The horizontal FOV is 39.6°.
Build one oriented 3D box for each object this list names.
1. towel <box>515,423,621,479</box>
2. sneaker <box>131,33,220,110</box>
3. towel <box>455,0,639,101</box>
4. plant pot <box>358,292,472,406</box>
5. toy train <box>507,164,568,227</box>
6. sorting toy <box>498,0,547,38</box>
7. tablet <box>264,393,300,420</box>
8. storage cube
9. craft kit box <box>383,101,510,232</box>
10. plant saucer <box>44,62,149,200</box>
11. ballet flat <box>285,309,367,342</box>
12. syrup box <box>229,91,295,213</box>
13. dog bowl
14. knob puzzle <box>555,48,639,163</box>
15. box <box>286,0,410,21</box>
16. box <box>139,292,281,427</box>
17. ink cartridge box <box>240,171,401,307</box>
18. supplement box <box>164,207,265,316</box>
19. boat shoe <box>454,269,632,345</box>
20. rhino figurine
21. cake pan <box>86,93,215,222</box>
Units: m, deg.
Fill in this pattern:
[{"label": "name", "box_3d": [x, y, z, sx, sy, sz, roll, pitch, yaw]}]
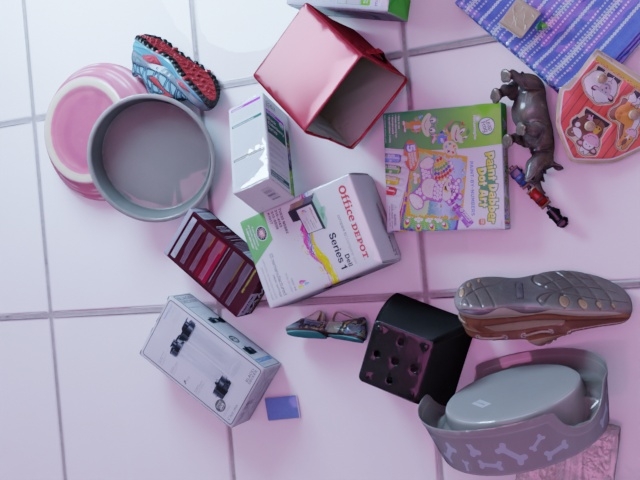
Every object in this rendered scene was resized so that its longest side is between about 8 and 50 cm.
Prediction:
[{"label": "towel", "box_3d": [0.466, 0.476, 1.711, 0.187, 0.049, 0.282, 7, 95, 24]}, {"label": "sneaker", "box_3d": [-0.333, -0.361, 2.033, 0.262, 0.104, 0.125, 41, 125, 22]}, {"label": "towel", "box_3d": [0.448, -0.443, 1.684, 0.336, 0.040, 0.243, 45, 108, 17]}, {"label": "plant pot", "box_3d": [0.176, 0.227, 1.770, 0.188, 0.167, 0.187, 20, 100, 24]}, {"label": "toy train", "box_3d": [0.418, -0.085, 1.714, 0.027, 0.036, 0.158, -45, 74, 20]}, {"label": "sorting toy", "box_3d": [0.389, -0.414, 1.689, 0.083, 0.012, 0.062, 43, 101, 23]}, {"label": "tablet", "box_3d": [-0.085, 0.373, 1.985, 0.083, 0.006, 0.054, -11, 88, 24]}, {"label": "storage cube", "box_3d": [0.021, -0.329, 1.790, 0.215, 0.183, 0.193, -52, 59, 18]}, {"label": "craft kit box", "box_3d": [0.251, -0.141, 1.782, 0.246, 0.061, 0.250, -2, 92, 22]}, {"label": "plant saucer", "box_3d": [-0.538, -0.261, 2.125, 0.332, 0.084, 0.332, 1, 92, 25]}, {"label": "ballet flat", "box_3d": [0.016, 0.181, 1.907, 0.188, 0.070, 0.070, 4, 94, 23]}, {"label": "syrup box", "box_3d": [-0.125, -0.186, 1.874, 0.096, 0.093, 0.237, -23, 53, 24]}, {"label": "dog bowl", "box_3d": [0.355, 0.308, 1.606, 0.349, 0.349, 0.102, -15, 98, 25]}, {"label": "knob puzzle", "box_3d": [0.521, -0.225, 1.636, 0.213, 0.030, 0.213, 2, 102, 10]}, {"label": "box", "box_3d": [0.069, -0.590, 1.804, 0.231, 0.127, 0.262, 10, 97, 25]}, {"label": "box", "box_3d": [-0.251, 0.266, 2.013, 0.290, 0.087, 0.169, 33, 106, 19]}, {"label": "ink cartridge box", "box_3d": [0.000, 0.000, 1.867, 0.278, 0.117, 0.201, -23, 83, 23]}, {"label": "supplement box", "box_3d": [-0.224, 0.047, 1.998, 0.239, 0.073, 0.130, 40, 108, 19]}, {"label": "boat shoe", "box_3d": [0.422, 0.135, 1.693, 0.324, 0.123, 0.116, 0, 126, 16]}, {"label": "rhino figurine", "box_3d": [0.400, -0.207, 1.685, 0.073, 0.106, 0.243, -16, 86, 55]}, {"label": "cake pan", "box_3d": [-0.378, -0.188, 2.015, 0.293, 0.054, 0.293, 1, 106, 3]}]
